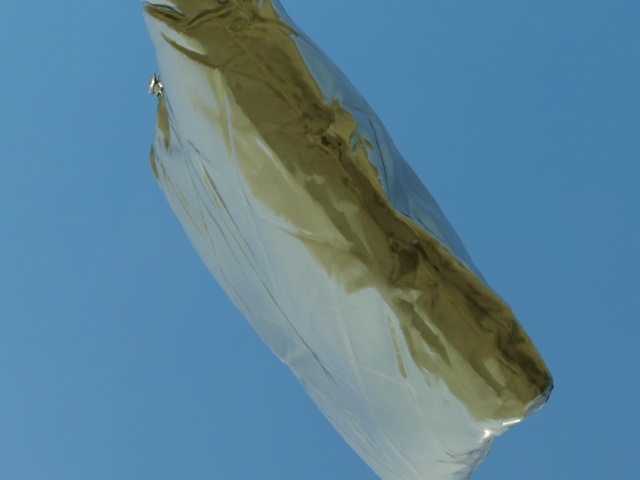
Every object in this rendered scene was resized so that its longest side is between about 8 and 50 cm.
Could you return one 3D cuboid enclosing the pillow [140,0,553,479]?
[{"bbox_3d":[0.001,0.000,0.752,0.076,0.281,0.274,-34,-104,-15],"label":"pillow"}]
